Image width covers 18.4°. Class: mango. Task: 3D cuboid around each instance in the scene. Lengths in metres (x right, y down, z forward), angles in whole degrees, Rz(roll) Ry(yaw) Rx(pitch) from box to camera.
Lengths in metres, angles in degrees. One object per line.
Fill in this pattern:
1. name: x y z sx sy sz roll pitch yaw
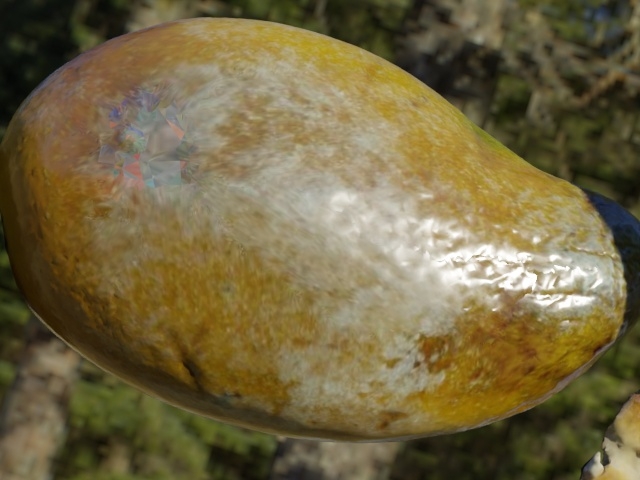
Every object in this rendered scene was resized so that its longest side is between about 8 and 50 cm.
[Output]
1. mango: 0.000 0.000 0.941 0.316 0.192 0.146 14 -13 0

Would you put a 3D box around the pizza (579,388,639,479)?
1. pizza: 0.123 0.157 0.772 0.154 0.194 0.069 55 15 14
